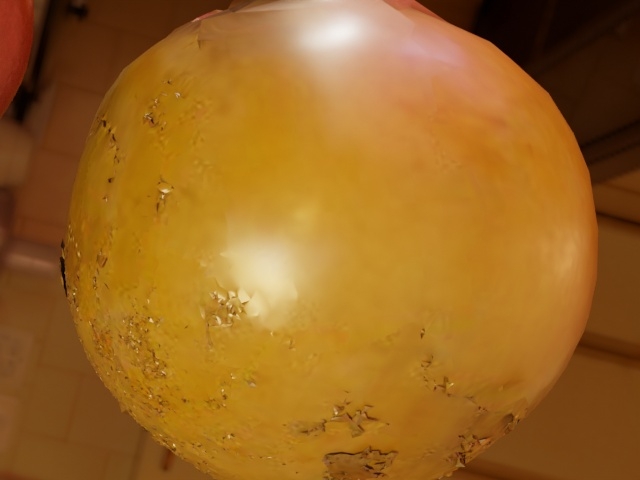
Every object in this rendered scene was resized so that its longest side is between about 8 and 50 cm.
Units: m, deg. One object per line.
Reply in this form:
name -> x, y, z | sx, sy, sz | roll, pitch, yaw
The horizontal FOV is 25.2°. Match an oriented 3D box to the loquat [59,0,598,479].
loquat -> 0.000, 0.000, 0.628 | 0.235, 0.235, 0.235 | -166, -90, -82

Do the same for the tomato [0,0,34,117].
tomato -> -0.275, -0.102, 0.814 | 0.200, 0.233, 0.139 | 63, 5, -52
